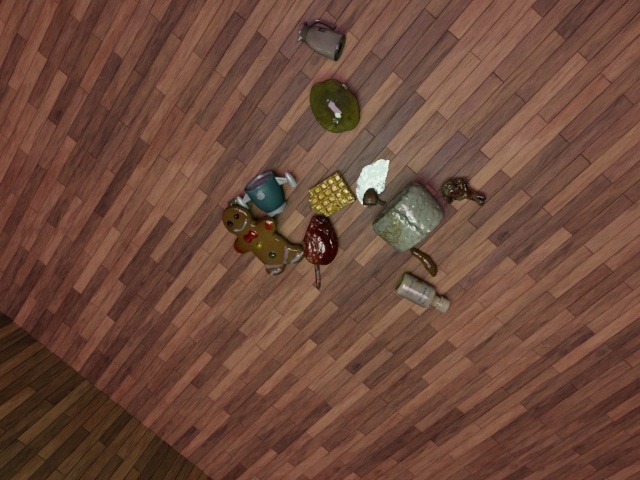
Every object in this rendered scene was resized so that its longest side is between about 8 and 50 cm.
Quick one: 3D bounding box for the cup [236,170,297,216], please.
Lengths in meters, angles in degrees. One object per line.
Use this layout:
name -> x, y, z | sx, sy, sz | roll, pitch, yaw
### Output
cup -> -0.243, -0.208, 1.931 | 0.300, 0.167, 0.173 | -23, 117, 17

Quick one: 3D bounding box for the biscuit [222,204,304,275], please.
biscuit -> -0.302, 0.002, 1.995 | 0.283, 0.064, 0.432 | -34, 114, 28

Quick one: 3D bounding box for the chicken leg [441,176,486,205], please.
chicken leg -> 0.626, -0.214, 1.815 | 0.196, 0.080, 0.125 | 1, 118, 2

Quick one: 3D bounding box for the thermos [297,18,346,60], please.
thermos -> 0.005, -0.846, 1.720 | 0.193, 0.105, 0.137 | 27, 84, 8

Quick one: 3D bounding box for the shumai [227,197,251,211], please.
shumai -> -0.403, -0.168, 2.019 | 0.087, 0.124, 0.099 | 24, 116, 48

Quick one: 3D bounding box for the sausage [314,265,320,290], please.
sausage -> -0.016, 0.158, 2.072 | 0.025, 0.028, 0.198 | 8, 112, 37

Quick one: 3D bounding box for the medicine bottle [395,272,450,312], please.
medicine bottle -> 0.487, 0.257, 1.965 | 0.252, 0.114, 0.114 | 28, 110, 0

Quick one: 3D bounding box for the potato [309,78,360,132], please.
potato -> 0.061, -0.572, 1.765 | 0.197, 0.148, 0.228 | -15, 102, 0

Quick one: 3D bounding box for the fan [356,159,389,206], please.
fan -> 0.237, -0.271, 1.898 | 0.131, 0.009, 0.240 | 28, 111, 1

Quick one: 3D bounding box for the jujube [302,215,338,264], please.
jujube -> 0.000, 0.000, 1.960 | 0.168, 0.168, 0.236 | 1, 97, 10

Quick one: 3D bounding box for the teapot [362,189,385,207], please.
teapot -> 0.242, -0.184, 1.899 | 0.110, 0.085, 0.080 | 4, 86, -19

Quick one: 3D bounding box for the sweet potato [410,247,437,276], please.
sweet potato -> 0.492, 0.096, 1.945 | 0.053, 0.054, 0.182 | -42, 94, 10

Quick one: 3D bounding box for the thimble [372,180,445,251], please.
thimble -> 0.378, -0.096, 1.781 | 0.195, 0.291, 0.291 | 42, 110, -3

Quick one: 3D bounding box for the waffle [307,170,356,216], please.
waffle -> 0.039, -0.201, 1.933 | 0.211, 0.055, 0.160 | -32, 99, 18
